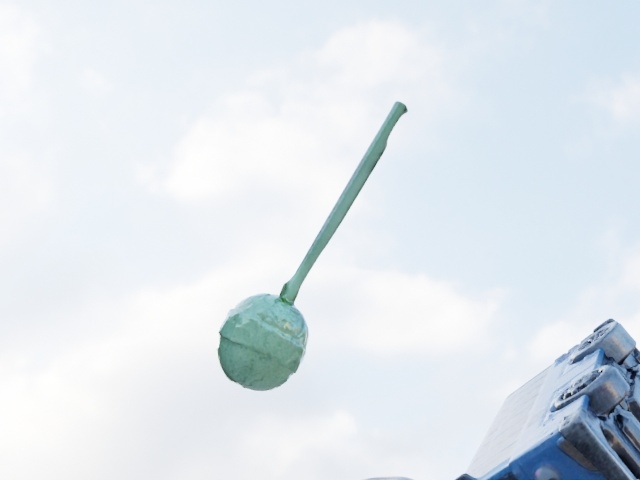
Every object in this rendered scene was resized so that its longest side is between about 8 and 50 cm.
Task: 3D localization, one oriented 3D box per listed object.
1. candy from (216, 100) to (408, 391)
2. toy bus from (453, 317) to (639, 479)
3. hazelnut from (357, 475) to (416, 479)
[{"bbox_3d":[0.000,0.000,1.596,0.119,0.440,0.119,29,-8,5],"label":"candy"},{"bbox_3d":[0.168,0.147,0.765,0.133,0.234,0.116,-38,-94,20],"label":"toy bus"},{"bbox_3d":[0.043,0.275,0.932,0.214,0.176,0.214,-2,-22,-1],"label":"hazelnut"}]
